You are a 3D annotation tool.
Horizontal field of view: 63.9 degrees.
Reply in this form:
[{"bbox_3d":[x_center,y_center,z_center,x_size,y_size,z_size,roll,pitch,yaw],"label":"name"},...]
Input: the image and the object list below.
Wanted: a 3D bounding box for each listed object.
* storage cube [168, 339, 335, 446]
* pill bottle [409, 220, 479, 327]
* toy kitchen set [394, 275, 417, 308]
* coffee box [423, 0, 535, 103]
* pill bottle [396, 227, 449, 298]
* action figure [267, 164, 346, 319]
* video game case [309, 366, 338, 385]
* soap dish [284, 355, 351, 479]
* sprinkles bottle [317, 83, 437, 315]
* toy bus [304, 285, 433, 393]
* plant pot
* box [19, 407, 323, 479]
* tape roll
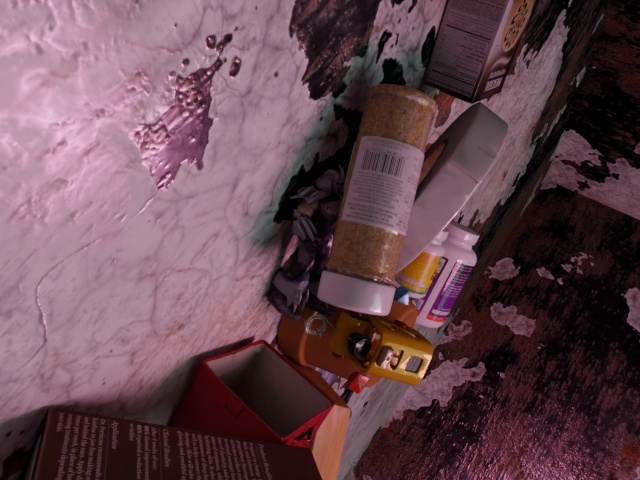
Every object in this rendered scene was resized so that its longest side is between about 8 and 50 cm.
[{"bbox_3d":[-0.126,0.323,0.903,0.193,0.215,0.183,-60,157,17],"label":"storage cube"},{"bbox_3d":[0.366,0.100,1.607,0.181,0.181,0.323,-4,122,-61],"label":"pill bottle"},{"bbox_3d":[0.173,0.147,1.445,0.122,0.166,0.207,-42,-173,-31],"label":"toy kitchen set"},{"bbox_3d":[0.327,-0.438,0.999,0.168,0.119,0.297,-31,144,-46],"label":"coffee box"},{"bbox_3d":[0.287,0.050,1.476,0.117,0.117,0.208,-9,124,-59],"label":"pill bottle"},{"bbox_3d":[0.000,0.000,0.909,0.185,0.099,0.285,-12,125,-47],"label":"action figure"},{"bbox_3d":[-0.002,0.354,1.389,0.196,0.026,0.274,-38,147,-38],"label":"video game case"},{"bbox_3d":[-0.043,0.423,1.086,0.118,0.229,0.291,8,98,-24],"label":"soap dish"},{"bbox_3d":[0.092,-0.063,0.830,0.121,0.121,0.355,18,85,-65],"label":"sprinkles bottle"},{"bbox_3d":[0.103,0.193,0.928,0.202,0.104,0.191,-27,112,-11],"label":"toy bus"},{"bbox_3d":[0.076,0.180,1.126,0.291,0.203,0.291,-44,152,-31],"label":"plant pot"},{"bbox_3d":[-0.171,0.349,0.640,0.381,0.191,0.143,19,105,-25],"label":"box"},{"bbox_3d":[0.214,-0.098,1.029,0.392,0.072,0.392,-53,-178,3],"label":"tape roll"}]
